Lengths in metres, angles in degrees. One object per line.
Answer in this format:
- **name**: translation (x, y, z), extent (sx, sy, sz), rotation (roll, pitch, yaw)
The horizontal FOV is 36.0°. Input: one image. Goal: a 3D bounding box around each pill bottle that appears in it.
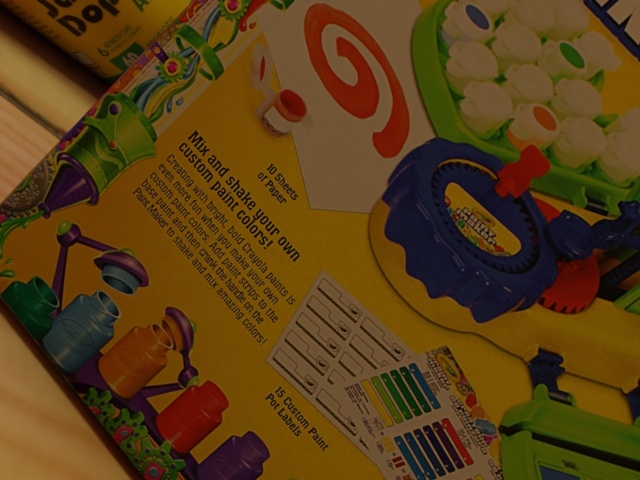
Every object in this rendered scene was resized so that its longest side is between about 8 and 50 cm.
- **pill bottle**: translation (-0.166, -0.194, 0.609), extent (0.208, 0.117, 0.118), rotation (37, 17, -38)

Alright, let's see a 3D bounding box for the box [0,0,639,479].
- **box**: translation (0.071, 0.014, 0.410), extent (0.290, 0.279, 0.177), rotation (50, 14, 7)
